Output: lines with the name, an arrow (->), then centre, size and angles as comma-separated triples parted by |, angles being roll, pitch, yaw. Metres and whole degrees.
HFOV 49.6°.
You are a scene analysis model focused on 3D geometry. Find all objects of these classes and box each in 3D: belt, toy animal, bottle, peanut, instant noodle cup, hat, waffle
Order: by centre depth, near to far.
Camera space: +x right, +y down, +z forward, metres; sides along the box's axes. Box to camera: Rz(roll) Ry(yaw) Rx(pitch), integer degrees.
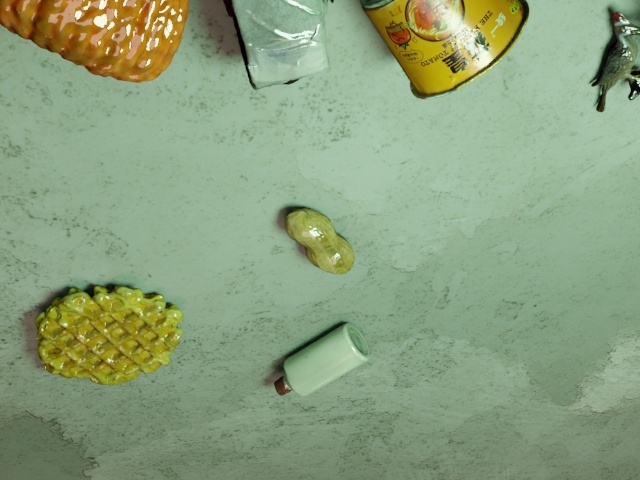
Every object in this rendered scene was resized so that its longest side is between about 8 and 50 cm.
hat -> -0.264, -0.425, 0.883 | 0.285, 0.285, 0.400 | 24, 96, -30
belt -> -0.057, -0.350, 0.985 | 0.164, 0.184, 0.289 | -15, 139, -5
instant noodle cup -> 0.174, -0.345, 1.032 | 0.216, 0.215, 0.172 | -36, 120, 21
toy animal -> 0.530, -0.315, 1.220 | 0.105, 0.070, 0.202 | -6, 140, 20
peanut -> -0.002, 0.001, 1.393 | 0.089, 0.089, 0.193 | -29, 127, 15
waffle -> -0.457, 0.205, 1.493 | 0.302, 0.068, 0.324 | 10, 128, -21
bottle -> -0.007, 0.296, 1.647 | 0.245, 0.104, 0.104 | -33, 130, 19
